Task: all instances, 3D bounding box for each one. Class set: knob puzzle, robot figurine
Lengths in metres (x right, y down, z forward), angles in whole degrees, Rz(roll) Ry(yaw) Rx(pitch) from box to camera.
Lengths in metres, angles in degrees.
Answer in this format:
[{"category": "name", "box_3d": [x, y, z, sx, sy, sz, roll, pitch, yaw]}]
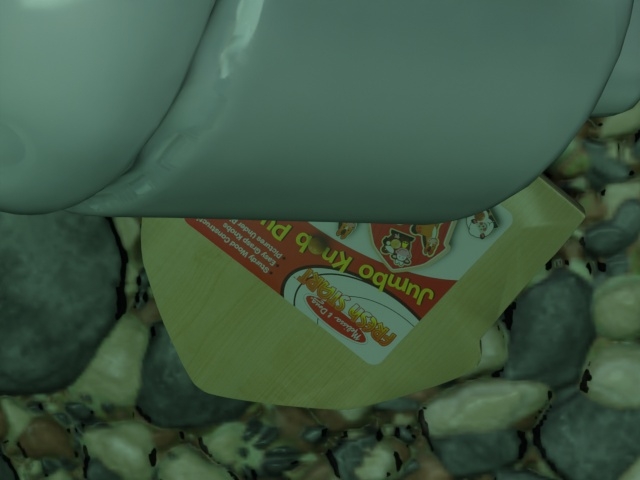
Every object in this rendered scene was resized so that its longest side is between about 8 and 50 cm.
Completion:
[{"category": "knob puzzle", "box_3d": [0.000, 0.000, 0.748, 0.213, 0.030, 0.213, 2, 113, 6]}, {"category": "robot figurine", "box_3d": [-0.032, -0.107, 0.540, 0.300, 0.353, 0.199, -11, 81, 48]}]
